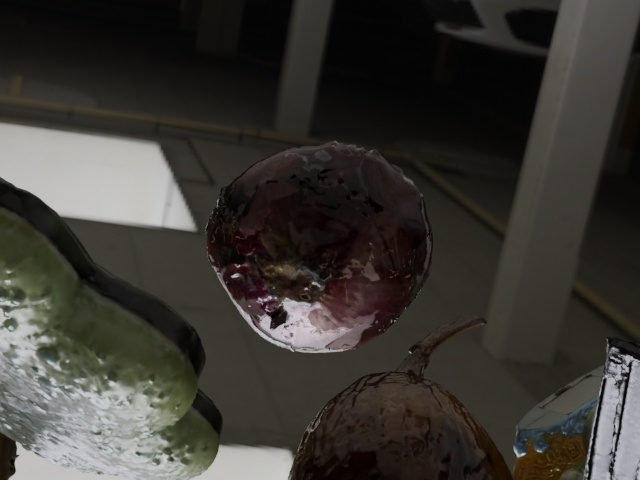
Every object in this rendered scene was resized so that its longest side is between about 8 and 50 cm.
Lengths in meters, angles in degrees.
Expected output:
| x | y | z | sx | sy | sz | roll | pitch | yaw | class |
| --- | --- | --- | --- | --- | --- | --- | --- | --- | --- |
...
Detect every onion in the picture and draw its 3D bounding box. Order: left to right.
| x | y | z | sx | sy | sz | roll | pitch | yaw | class |
| --- | --- | --- | --- | --- | --- | --- | --- | --- | --- |
| 0.000 | 0.000 | 1.222 | 0.252 | 0.252 | 0.219 | 11 | -151 | 1 | onion |

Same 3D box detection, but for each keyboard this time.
| x | y | z | sx | sy | sz | roll | pitch | yaw | class |
| --- | --- | --- | --- | --- | --- | --- | --- | --- | --- |
| 0.238 | 0.174 | 0.807 | 0.087 | 0.250 | 0.017 | 20 | -136 | 26 | keyboard |

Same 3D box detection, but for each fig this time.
| x | y | z | sx | sy | sz | roll | pitch | yaw | class |
| --- | --- | --- | --- | --- | --- | --- | --- | --- | --- |
| 0.053 | 0.117 | 0.696 | 0.133 | 0.146 | 0.201 | -11 | -133 | 19 | fig |

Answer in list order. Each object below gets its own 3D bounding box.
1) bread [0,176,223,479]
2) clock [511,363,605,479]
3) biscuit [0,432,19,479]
| x | y | z | sx | sy | sz | roll | pitch | yaw | class |
| --- | --- | --- | --- | --- | --- | --- | --- | --- | --- |
| -0.149 | 0.049 | 0.540 | 0.207 | 0.056 | 0.286 | 5 | 145 | 37 | bread |
| 0.275 | 0.215 | 1.073 | 0.231 | 0.144 | 0.103 | -28 | -173 | -14 | clock |
| -0.280 | 0.121 | 0.774 | 0.236 | 0.232 | 0.013 | 5 | 165 | 38 | biscuit |
